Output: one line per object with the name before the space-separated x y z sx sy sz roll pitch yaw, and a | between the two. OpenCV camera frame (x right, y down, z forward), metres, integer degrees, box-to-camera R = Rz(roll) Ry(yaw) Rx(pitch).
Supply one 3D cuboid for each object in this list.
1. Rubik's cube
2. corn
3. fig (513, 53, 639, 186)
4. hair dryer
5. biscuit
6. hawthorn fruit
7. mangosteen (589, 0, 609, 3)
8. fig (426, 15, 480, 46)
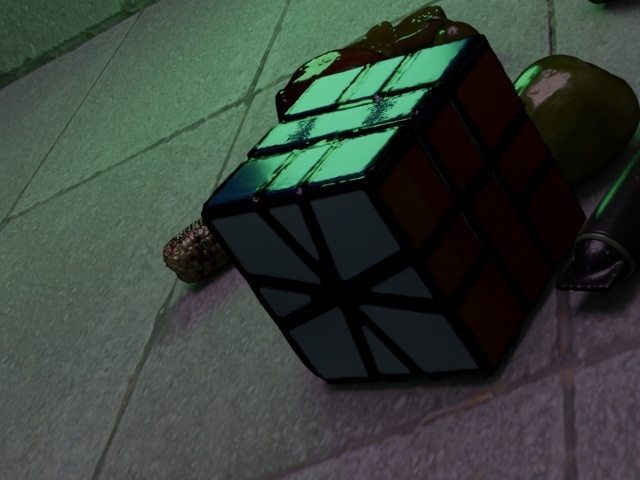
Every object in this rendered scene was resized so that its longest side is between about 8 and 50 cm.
Rubik's cube | 0.087 -0.025 1.533 0.288 0.294 0.283 -11 29 46
corn | -0.130 -0.025 2.081 0.253 0.086 0.086 -36 23 -6
fig | 0.281 -0.140 1.665 0.233 0.167 0.167 -28 22 -4
hair dryer | 0.387 -0.009 1.391 0.248 0.078 0.195 2 43 46
biscuit | 0.097 -0.337 2.446 0.301 0.049 0.197 -27 28 16
hawthorn fruit | 0.052 -0.196 2.032 0.249 0.215 0.215 -21 26 32
mangosteen | 0.462 -0.477 2.052 0.209 0.210 0.210 -28 23 13
fig | 0.222 -0.327 2.194 0.084 0.098 0.082 3 39 38
